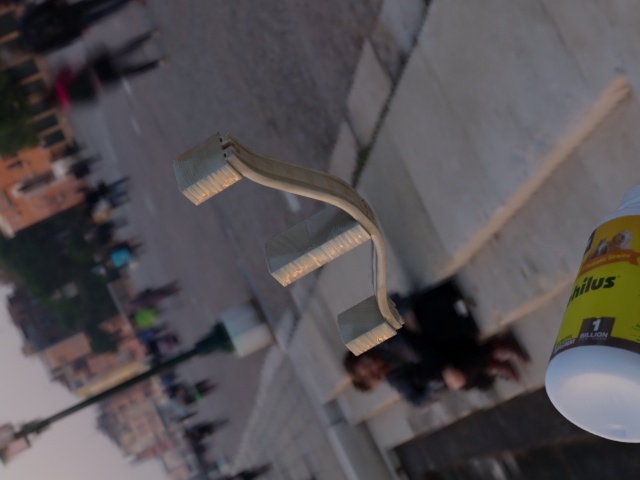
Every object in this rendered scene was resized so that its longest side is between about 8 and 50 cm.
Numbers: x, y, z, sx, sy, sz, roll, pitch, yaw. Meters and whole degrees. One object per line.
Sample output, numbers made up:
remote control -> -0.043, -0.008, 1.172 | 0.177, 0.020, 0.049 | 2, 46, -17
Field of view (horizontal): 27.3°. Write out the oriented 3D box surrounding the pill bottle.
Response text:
pill bottle -> 0.270, 0.054, 1.113 | 0.117, 0.215, 0.117 | 17, 143, 13

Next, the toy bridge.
toy bridge -> 0.000, 0.000, 0.719 | 0.188, 0.063, 0.026 | 45, -159, -44
